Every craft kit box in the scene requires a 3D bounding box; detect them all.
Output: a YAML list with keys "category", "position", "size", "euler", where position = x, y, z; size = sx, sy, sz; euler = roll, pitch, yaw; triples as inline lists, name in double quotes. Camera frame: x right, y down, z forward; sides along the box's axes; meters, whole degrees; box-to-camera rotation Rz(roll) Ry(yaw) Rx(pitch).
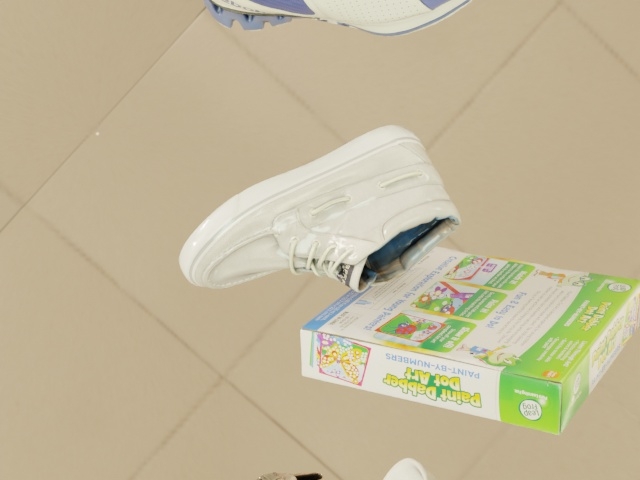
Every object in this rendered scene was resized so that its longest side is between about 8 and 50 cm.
- category: "craft kit box"
  position: [0.146, 0.080, 1.234]
  size: [0.246, 0.250, 0.061]
  euler: [7, 112, 28]

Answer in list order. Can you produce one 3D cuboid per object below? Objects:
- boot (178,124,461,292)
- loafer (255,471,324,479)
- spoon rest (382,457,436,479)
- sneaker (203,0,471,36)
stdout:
- category: "boot"
  position: [0.000, 0.000, 1.230]
  size: [0.258, 0.095, 0.123]
  euler: [-30, 57, 2]
- category: "loafer"
  position: [-0.037, 0.268, 1.452]
  size: [0.045, 0.125, 0.039]
  euler: [37, 97, 29]
- category: "spoon rest"
  position: [0.056, 0.345, 1.323]
  size: [0.084, 0.137, 0.276]
  euler: [11, 110, -18]
- category: "sneaker"
  position: [-0.015, -0.276, 1.266]
  size: [0.315, 0.182, 0.127]
  euler: [-1, 81, 25]
